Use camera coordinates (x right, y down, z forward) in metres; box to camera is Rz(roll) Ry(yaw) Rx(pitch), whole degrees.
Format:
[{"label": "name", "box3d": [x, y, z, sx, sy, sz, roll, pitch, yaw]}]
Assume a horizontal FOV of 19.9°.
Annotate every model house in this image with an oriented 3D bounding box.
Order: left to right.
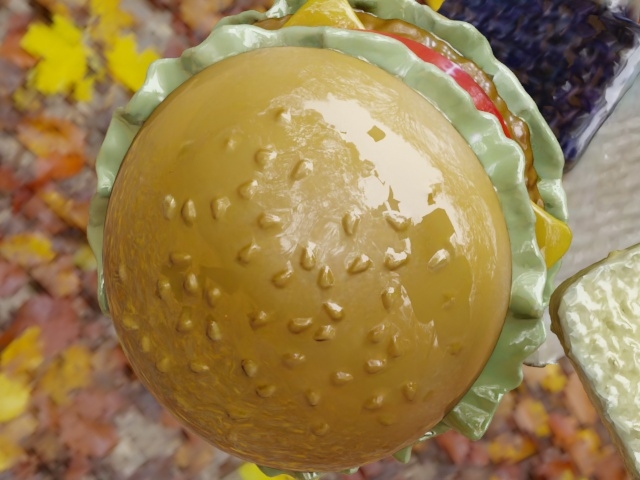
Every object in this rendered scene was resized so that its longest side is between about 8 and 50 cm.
[{"label": "model house", "box3d": [0.222, -0.088, 1.406, 0.298, 0.284, 0.243, -16, 37, -36]}]

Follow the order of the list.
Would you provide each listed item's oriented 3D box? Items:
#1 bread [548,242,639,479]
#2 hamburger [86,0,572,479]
[{"label": "bread", "box3d": [0.207, 0.115, 0.847, 0.142, 0.178, 0.266, -29, 87, -35]}, {"label": "hamburger", "box3d": [0.000, 0.000, 1.026, 0.274, 0.274, 0.212, 47, 25, -4]}]
